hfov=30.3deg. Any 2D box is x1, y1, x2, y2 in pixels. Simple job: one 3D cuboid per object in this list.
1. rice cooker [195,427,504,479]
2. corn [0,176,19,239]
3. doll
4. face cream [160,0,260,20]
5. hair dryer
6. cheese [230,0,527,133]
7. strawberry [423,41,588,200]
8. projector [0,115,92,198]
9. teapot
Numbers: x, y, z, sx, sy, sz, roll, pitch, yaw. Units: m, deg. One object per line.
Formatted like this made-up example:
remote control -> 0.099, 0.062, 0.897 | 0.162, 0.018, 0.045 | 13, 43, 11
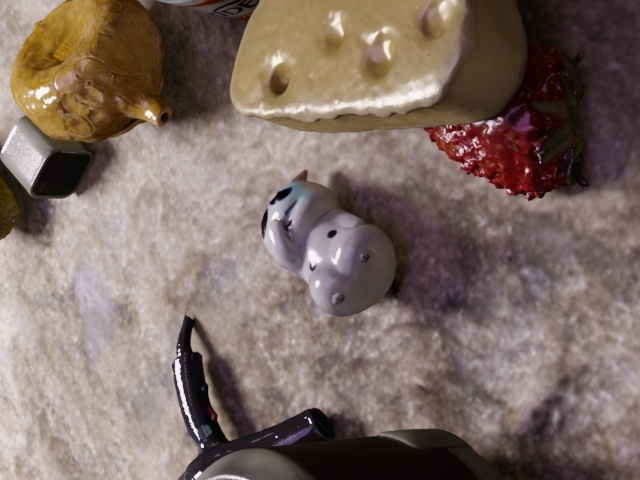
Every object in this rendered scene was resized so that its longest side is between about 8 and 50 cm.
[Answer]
rice cooker -> 0.042, 0.358, 1.167 | 0.335, 0.325, 0.335 | -6, 82, 50
corn -> -0.571, -0.112, 1.735 | 0.363, 0.120, 0.120 | 38, 111, 29
doll -> 0.003, 0.003, 1.329 | 0.180, 0.107, 0.110 | 40, 104, 28
face cream -> -0.127, -0.367, 1.374 | 0.201, 0.187, 0.201 | 0, 90, 35
hair dryer -> -0.120, 0.195, 1.438 | 0.235, 0.091, 0.272 | -35, 66, 20
cheese -> 0.079, -0.239, 1.225 | 0.384, 0.104, 0.384 | -18, 66, 47
strawberry -> 0.172, -0.124, 1.223 | 0.208, 0.087, 0.167 | 0, 91, 37
projector -> -0.375, -0.114, 1.613 | 0.082, 0.083, 0.083 | 44, 113, 27
teapot -> -0.282, -0.210, 1.515 | 0.203, 0.167, 0.311 | -50, 40, -6
